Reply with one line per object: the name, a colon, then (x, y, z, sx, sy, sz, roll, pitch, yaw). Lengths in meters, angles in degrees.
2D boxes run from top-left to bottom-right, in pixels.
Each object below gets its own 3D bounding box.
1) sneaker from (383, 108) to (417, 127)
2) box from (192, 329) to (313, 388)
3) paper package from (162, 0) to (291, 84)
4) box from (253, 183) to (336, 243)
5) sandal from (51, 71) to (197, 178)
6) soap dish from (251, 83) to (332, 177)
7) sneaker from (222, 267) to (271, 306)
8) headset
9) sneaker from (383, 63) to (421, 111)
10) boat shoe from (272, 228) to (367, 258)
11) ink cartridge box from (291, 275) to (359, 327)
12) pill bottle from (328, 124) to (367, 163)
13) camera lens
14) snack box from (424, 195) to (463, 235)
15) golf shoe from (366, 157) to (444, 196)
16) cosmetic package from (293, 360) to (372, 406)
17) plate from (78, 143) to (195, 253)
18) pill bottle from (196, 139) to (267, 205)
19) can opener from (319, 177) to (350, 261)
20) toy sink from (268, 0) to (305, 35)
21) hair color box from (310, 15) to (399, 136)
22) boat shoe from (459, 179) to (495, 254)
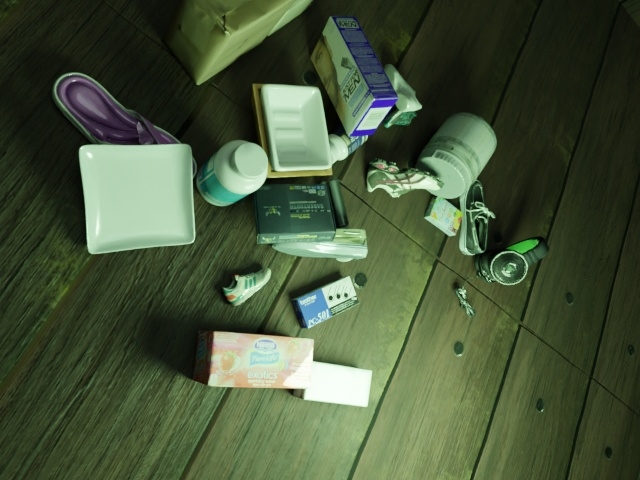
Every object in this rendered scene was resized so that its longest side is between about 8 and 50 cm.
sneaker: (0.301, -0.452, 1.846, 0.166, 0.065, 0.076, -42, 107, -26)
box: (-0.186, 0.332, 1.398, 0.300, 0.154, 0.142, 10, 78, -27)
paper package: (-0.251, -0.629, 1.405, 0.309, 0.325, 0.168, -44, 104, -27)
box: (-0.081, -0.082, 1.500, 0.233, 0.059, 0.183, -2, 59, -11)
sandal: (-0.515, -0.283, 1.331, 0.416, 0.102, 0.169, 35, 68, -21)
soap dish: (-0.095, -0.337, 1.570, 0.229, 0.118, 0.290, -7, 87, -30)
sneaker: (-0.216, 0.118, 1.467, 0.161, 0.057, 0.075, -41, 109, -25)
headset: (0.682, 0.122, 1.885, 0.394, 0.243, 0.185, -28, 92, -8)
sneaker: (0.297, -0.551, 1.826, 0.094, 0.080, 0.212, -9, 65, -31)
boat shoe: (0.000, 0.000, 1.563, 0.303, 0.109, 0.094, 6, 76, -15)
ink cartridge box: (0.018, 0.195, 1.596, 0.207, 0.046, 0.097, -22, 93, -30)
pill bottle: (0.073, -0.328, 1.677, 0.169, 0.094, 0.094, -43, 104, -27)
camera lens: (0.500, -0.317, 1.845, 0.219, 0.219, 0.274, 46, 64, -16)
snack box: (0.469, -0.094, 1.899, 0.141, 0.037, 0.100, 33, 67, -21)
golf shoe: (0.294, -0.204, 1.765, 0.273, 0.105, 0.120, 13, 97, -3)
cosmetic package: (0.039, 0.441, 1.551, 0.231, 0.085, 0.117, 17, 74, -25)
plate: (-0.477, -0.115, 1.322, 0.277, 0.045, 0.277, -7, 107, -29)
pill bottle: (-0.239, -0.187, 1.381, 0.146, 0.264, 0.146, 4, 81, -29)
can opener: (0.061, -0.064, 1.656, 0.093, 0.074, 0.280, -20, 95, -65)
toy sink: (-0.107, -0.799, 1.613, 0.234, 0.153, 0.131, -46, 105, -26)
hair color box: (0.101, -0.528, 1.615, 0.110, 0.185, 0.338, -11, 68, -29)
boat shoe: (0.606, -0.098, 1.938, 0.113, 0.105, 0.306, 19, 74, -26)
